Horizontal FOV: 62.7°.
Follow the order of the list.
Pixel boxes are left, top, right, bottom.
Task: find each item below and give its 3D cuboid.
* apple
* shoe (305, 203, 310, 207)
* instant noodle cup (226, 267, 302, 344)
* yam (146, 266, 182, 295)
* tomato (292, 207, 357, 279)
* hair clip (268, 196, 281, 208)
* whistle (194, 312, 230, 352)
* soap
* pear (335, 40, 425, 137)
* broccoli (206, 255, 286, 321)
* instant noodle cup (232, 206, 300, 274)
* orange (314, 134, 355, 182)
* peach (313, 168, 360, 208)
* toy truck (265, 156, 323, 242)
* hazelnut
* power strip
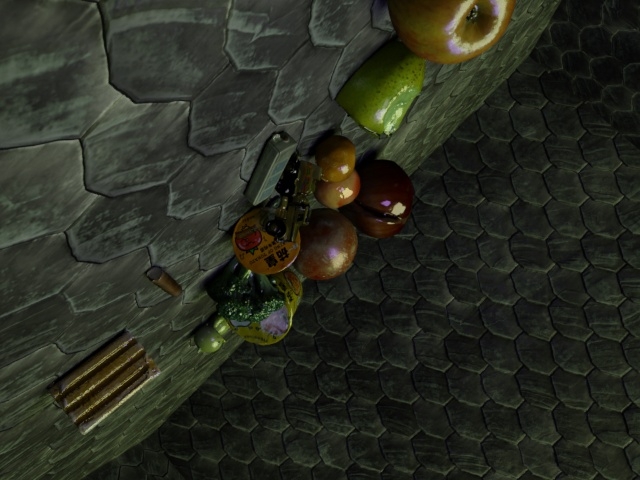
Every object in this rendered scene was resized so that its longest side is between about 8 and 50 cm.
[{"bbox_3d":[0.300,-0.541,1.159,0.301,0.301,0.301,-43,171,-9],"label":"apple"},{"bbox_3d":[-0.061,-0.115,2.145,0.053,0.062,0.159,-18,174,-4],"label":"shoe"},{"bbox_3d":[-0.234,0.254,2.295,0.325,0.325,0.254,-49,180,26],"label":"instant noodle cup"},{"bbox_3d":[-0.446,0.123,1.520,0.046,0.046,0.264,-43,169,-12],"label":"yam"},{"bbox_3d":[0.000,0.000,1.917,0.270,0.270,0.222,-41,155,-22],"label":"tomato"},{"bbox_3d":[-0.143,-0.109,1.853,0.066,0.036,0.229,-49,165,-3],"label":"hair clip"},{"bbox_3d":[-0.466,0.408,2.428,0.294,0.141,0.141,-41,170,-27],"label":"whistle"},{"bbox_3d":[-0.645,0.422,1.581,0.274,0.173,0.089,-39,177,-30],"label":"soap"},{"bbox_3d":[0.206,-0.447,1.530,0.292,0.159,0.292,-45,169,-11],"label":"pear"},{"bbox_3d":[-0.274,0.181,1.974,0.308,0.308,0.275,-25,134,-65],"label":"broccoli"},{"bbox_3d":[-0.176,0.004,1.730,0.216,0.216,0.172,-44,-179,-5],"label":"instant noodle cup"},{"bbox_3d":[0.045,-0.263,1.684,0.155,0.134,0.154,-169,-90,-82],"label":"orange"},{"bbox_3d":[0.056,-0.206,1.892,0.184,0.184,0.184,-43,171,-9],"label":"peach"},{"bbox_3d":[-0.077,-0.114,1.585,0.127,0.127,0.257,24,82,-82],"label":"toy truck"},{"bbox_3d":[0.260,-0.180,2.400,0.359,0.359,0.409,-45,163,1],"label":"hazelnut"},{"bbox_3d":[-0.141,-0.191,1.442,0.078,0.052,0.272,-38,169,-40],"label":"power strip"}]
